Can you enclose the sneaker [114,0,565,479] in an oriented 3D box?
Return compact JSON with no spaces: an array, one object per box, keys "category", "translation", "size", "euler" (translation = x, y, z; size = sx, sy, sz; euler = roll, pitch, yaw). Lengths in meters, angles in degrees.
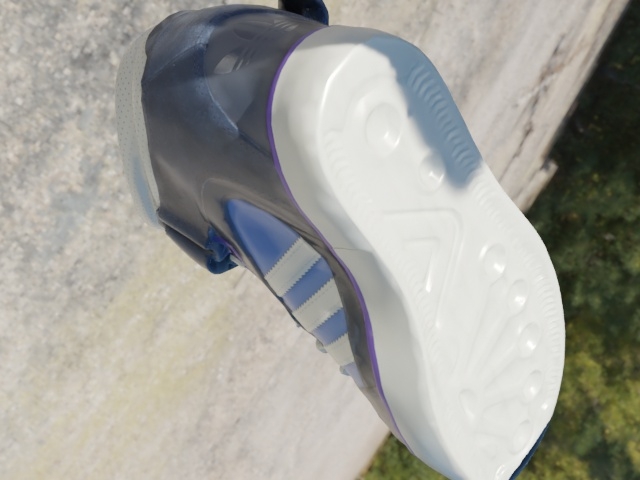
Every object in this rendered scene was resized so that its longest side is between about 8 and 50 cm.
[{"category":"sneaker","translation":[0.000,0.000,0.563],"size":[0.130,0.236,0.323],"euler":[-47,128,-23]}]
